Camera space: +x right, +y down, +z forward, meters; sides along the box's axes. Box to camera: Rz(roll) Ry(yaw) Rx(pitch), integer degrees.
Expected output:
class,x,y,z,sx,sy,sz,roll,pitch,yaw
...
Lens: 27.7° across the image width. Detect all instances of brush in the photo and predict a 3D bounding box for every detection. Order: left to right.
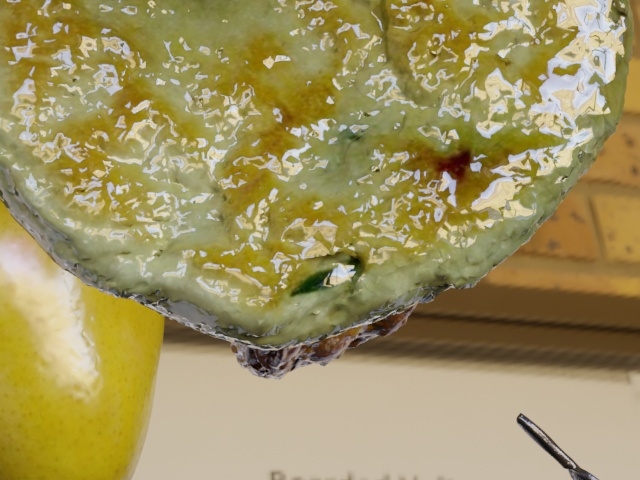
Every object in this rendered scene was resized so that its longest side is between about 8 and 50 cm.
class,x,y,z,sx,sy,sz,roll,pitch,yaw
brush,0.139,0.126,0.723,0.083,0.008,0.024,44,-21,-3

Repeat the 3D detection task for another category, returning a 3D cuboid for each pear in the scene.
class,x,y,z,sx,sy,sz,roll,pitch,yaw
pear,-0.265,0.079,1.085,0.285,0.336,0.285,-6,-44,-6

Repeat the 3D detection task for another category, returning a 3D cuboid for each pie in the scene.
class,x,y,z,sx,sy,sz,roll,pitch,yaw
pie,-0.009,-0.059,0.361,0.187,0.186,0.041,-8,-18,2

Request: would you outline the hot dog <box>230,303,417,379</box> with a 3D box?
class,x,y,z,sx,sy,sz,roll,pitch,yaw
hot dog,0.000,0.000,1.471,0.267,0.174,0.387,-26,-45,-28
